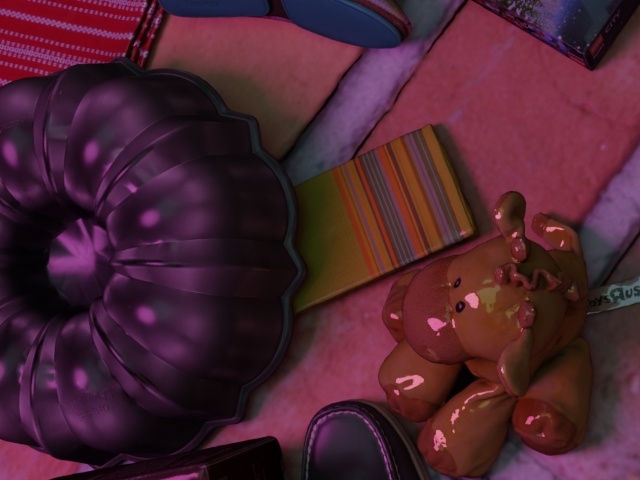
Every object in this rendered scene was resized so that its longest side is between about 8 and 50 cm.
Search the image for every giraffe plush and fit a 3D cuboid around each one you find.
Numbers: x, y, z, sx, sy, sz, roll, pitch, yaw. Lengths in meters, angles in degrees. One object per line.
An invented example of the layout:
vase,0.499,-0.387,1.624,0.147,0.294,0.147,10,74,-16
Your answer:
giraffe plush,0.125,0.059,1.165,0.210,0.170,0.181,-33,70,8

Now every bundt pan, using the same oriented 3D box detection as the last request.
bundt pan,-0.185,0.015,1.271,0.331,0.124,0.330,-1,86,20

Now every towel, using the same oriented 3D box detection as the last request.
towel,0.000,0.000,1.300,0.237,0.021,0.102,-24,66,12
towel,-0.245,-0.146,1.404,0.199,0.031,0.274,17,84,21

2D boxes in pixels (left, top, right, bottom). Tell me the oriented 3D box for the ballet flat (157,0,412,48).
ballet flat,-0.026,-0.209,1.332,0.222,0.077,0.079,10,62,20

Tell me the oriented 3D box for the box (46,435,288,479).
box,-0.129,0.246,1.191,0.203,0.167,0.168,-12,88,15

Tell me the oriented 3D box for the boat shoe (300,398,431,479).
boat shoe,0.034,0.250,1.192,0.103,0.092,0.285,-9,76,16

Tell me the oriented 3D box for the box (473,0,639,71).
box,0.206,-0.268,1.279,0.159,0.044,0.233,35,90,21
